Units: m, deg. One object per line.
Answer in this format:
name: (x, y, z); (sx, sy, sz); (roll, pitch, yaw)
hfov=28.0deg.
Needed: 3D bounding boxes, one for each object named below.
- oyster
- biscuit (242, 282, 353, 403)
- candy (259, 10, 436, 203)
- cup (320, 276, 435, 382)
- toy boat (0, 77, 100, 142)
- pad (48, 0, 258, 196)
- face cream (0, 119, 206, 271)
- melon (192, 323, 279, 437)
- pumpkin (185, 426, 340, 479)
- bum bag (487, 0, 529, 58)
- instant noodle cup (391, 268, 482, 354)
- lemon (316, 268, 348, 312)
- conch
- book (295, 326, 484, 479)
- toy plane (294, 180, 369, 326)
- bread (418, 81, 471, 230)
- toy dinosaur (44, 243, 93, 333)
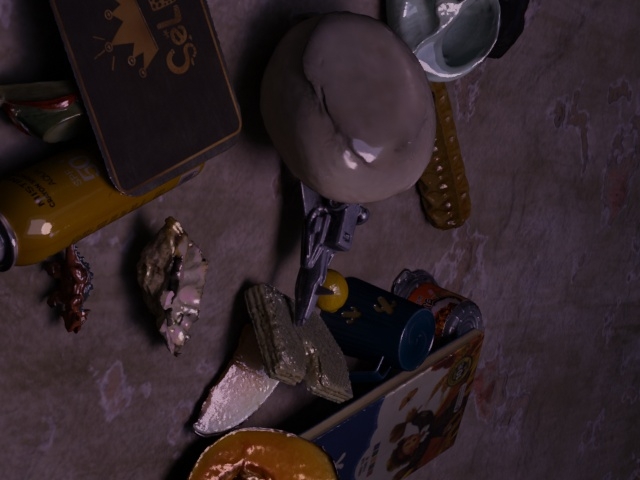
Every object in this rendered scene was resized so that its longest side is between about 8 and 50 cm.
oyster: (-0.204, 0.069, 1.731); (0.209, 0.072, 0.133); (79, 33, -64)
biscuit: (-0.029, 0.162, 1.959); (0.250, 0.046, 0.147); (34, 35, -57)
candy: (0.038, -0.187, 1.819); (0.295, 0.185, 0.296); (12, 67, -31)
cup: (0.087, 0.159, 2.094); (0.177, 0.155, 0.131); (-62, 144, -19)
toy boat: (-0.300, -0.158, 1.486); (0.185, 0.071, 0.089); (-21, 163, -49)
pad: (-0.174, -0.271, 1.528); (0.315, 0.063, 0.376); (-36, 115, -47)
face cream: (-0.288, -0.057, 1.517); (0.348, 0.105, 0.105); (-34, 130, -43)
melon: (-0.124, 0.225, 1.919); (0.098, 0.054, 0.182); (48, 64, -45)
pumpkin: (-0.141, 0.388, 1.919); (0.312, 0.148, 0.169); (-16, 75, -29)
bum bag: (0.265, -0.367, 2.187); (0.310, 0.074, 0.137); (-14, 133, -51)
instant noodle cup: (0.208, 0.155, 2.290); (0.178, 0.125, 0.208); (-59, 143, -19)
lemon: (0.013, 0.081, 2.040); (0.062, 0.062, 0.083); (-43, 136, -36)
conch: (0.193, -0.361, 2.008); (0.121, 0.184, 0.221); (-46, 150, -73)
book: (0.101, 0.340, 2.168); (0.428, 0.039, 0.300); (-27, 143, -34)
toy plane: (0.010, 0.000, 1.922); (0.212, 0.088, 0.267); (31, 64, -54)
bread: (0.193, -0.161, 2.178); (0.084, 0.077, 0.368); (-52, 140, -34)
toy dinosaur: (-0.306, 0.044, 1.583); (0.055, 0.049, 0.154); (-18, 116, -55)
